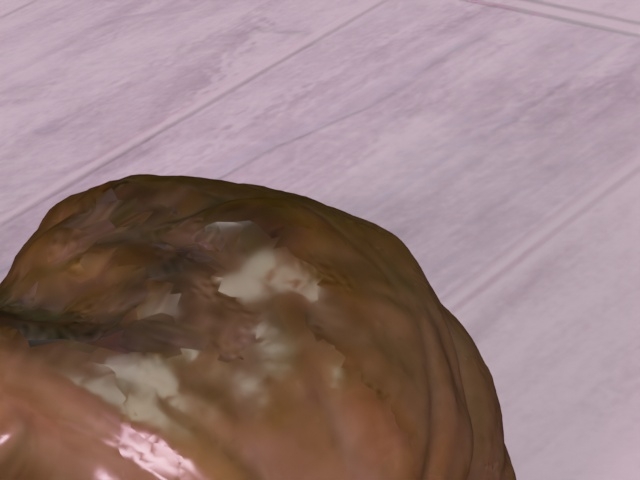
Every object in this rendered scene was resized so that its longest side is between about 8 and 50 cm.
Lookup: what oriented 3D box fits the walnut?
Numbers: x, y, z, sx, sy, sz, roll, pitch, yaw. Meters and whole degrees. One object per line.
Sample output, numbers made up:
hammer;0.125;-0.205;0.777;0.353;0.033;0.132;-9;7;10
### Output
walnut;-0.064;0.111;0.624;0.253;0.282;0.277;11;1;-44
